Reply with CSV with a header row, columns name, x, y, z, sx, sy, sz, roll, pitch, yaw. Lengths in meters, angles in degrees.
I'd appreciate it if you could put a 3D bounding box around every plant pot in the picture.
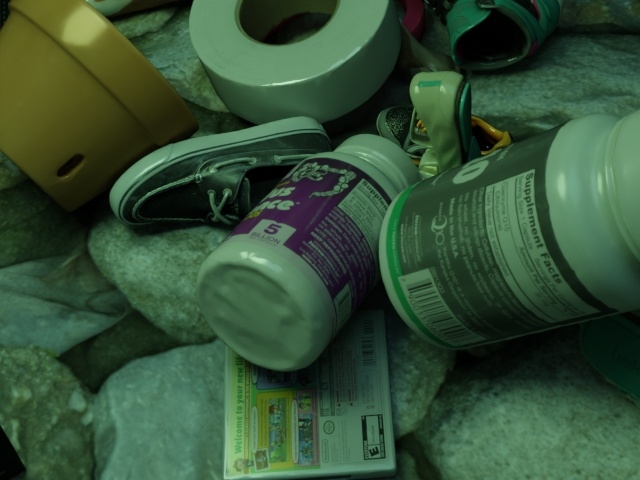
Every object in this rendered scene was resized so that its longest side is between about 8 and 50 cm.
name,x,y,z,sx,sy,sz,roll,pitch,yaw
plant pot,-0.333,-0.177,1.426,0.203,0.291,0.291,-47,60,-7

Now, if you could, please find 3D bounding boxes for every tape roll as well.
name,x,y,z,sx,sy,sz,roll,pitch,yaw
tape roll,-0.034,-0.296,1.508,0.286,0.100,0.286,-7,58,12

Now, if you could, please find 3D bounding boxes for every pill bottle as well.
name,x,y,z,sx,sy,sz,roll,pitch,yaw
pill bottle,0.000,0.000,1.284,0.169,0.169,0.301,20,43,21
pill bottle,0.250,-0.012,1.147,0.361,0.204,0.204,-20,37,46

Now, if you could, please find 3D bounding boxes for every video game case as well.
name,x,y,z,sx,sy,sz,roll,pitch,yaw
video game case,-0.015,0.178,1.256,0.193,0.023,0.212,-5,53,3

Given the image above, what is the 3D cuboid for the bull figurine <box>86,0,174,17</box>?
name,x,y,z,sx,sy,sz,roll,pitch,yaw
bull figurine,-0.302,-0.420,1.701,0.310,0.101,0.188,-7,50,2

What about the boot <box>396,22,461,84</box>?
name,x,y,z,sx,sy,sz,roll,pitch,yaw
boot,0.153,-0.256,1.542,0.086,0.042,0.119,-2,67,-28

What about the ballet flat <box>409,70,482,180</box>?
name,x,y,z,sx,sy,sz,roll,pitch,yaw
ballet flat,0.153,-0.111,1.319,0.086,0.248,0.086,-8,51,10

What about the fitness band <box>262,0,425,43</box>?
name,x,y,z,sx,sy,sz,roll,pitch,yaw
fitness band,0.017,-0.310,1.613,0.290,0.054,0.209,-32,58,-16

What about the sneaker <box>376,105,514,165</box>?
name,x,y,z,sx,sy,sz,roll,pitch,yaw
sneaker,0.171,-0.139,1.440,0.214,0.083,0.084,23,60,24

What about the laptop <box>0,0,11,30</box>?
name,x,y,z,sx,sy,sz,roll,pitch,yaw
laptop,-0.486,-0.371,1.565,0.264,0.136,0.234,-45,39,27

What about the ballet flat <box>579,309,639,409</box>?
name,x,y,z,sx,sy,sz,roll,pitch,yaw
ballet flat,0.451,0.180,1.136,0.147,0.147,0.409,-32,55,-17

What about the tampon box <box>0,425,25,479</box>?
name,x,y,z,sx,sy,sz,roll,pitch,yaw
tampon box,-0.417,0.203,1.198,0.101,0.161,0.120,-33,56,-17

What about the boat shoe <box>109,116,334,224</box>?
name,x,y,z,sx,sy,sz,roll,pitch,yaw
boat shoe,-0.119,-0.070,1.414,0.301,0.108,0.102,-16,51,-14

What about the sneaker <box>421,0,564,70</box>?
name,x,y,z,sx,sy,sz,roll,pitch,yaw
sneaker,0.191,-0.335,1.532,0.295,0.124,0.178,23,47,1
